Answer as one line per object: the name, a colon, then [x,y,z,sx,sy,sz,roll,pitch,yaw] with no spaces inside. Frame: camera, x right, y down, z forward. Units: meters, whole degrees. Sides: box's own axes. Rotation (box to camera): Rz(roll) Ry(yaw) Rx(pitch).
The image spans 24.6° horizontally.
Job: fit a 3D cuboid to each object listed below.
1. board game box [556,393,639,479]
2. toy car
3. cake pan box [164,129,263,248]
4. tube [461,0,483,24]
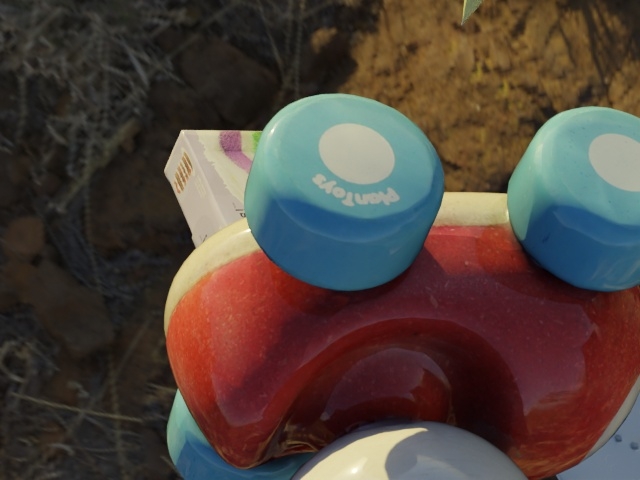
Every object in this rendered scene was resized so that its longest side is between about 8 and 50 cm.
board game box: [0.476,0.278,1.779,0.390,0.050,0.390,-33,86,41]
toy car: [0.052,0.102,0.588,0.210,0.219,0.238,1,53,-18]
cake pan box: [0.000,0.000,1.461,0.246,0.070,0.266,-2,47,-29]
tube: [0.206,-0.350,1.654,0.070,0.240,0.062,-11,59,-16]
